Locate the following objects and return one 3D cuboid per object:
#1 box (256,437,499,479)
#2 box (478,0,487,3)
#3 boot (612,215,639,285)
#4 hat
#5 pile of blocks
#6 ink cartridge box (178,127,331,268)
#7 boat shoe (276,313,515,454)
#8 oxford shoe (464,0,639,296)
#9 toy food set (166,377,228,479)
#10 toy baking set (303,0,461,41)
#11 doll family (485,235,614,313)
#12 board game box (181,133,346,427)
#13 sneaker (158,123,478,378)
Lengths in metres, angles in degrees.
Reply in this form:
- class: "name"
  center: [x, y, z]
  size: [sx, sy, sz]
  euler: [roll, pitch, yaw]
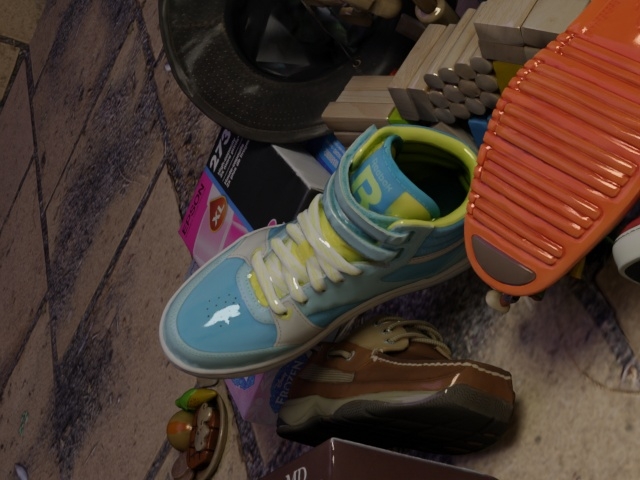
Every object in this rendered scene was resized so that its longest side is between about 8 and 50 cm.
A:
- class: "box"
  center: [0.034, 0.293, 1.045]
  size: [0.168, 0.167, 0.203]
  euler: [-39, 42, 49]
- class: "box"
  center: [0.193, -0.325, 1.222]
  size: [0.183, 0.059, 0.232]
  euler: [-60, 29, 28]
- class: "boot"
  center: [0.294, -0.071, 0.845]
  size: [0.244, 0.088, 0.176]
  euler: [-28, 50, 46]
- class: "hat"
  center: [-0.009, -0.255, 1.434]
  size: [0.134, 0.331, 0.331]
  euler: [36, -112, -78]
- class: "pile of blocks"
  center: [0.146, -0.142, 1.147]
  size: [0.112, 0.149, 0.362]
  euler: [-57, 16, -26]
- class: "ink cartridge box"
  center: [-0.079, -0.039, 1.444]
  size: [0.176, 0.069, 0.371]
  euler: [-66, 25, 14]
- class: "boat shoe"
  center: [0.057, 0.123, 1.161]
  size: [0.324, 0.122, 0.120]
  euler: [-18, 54, 60]
- class: "oxford shoe"
  center: [0.234, -0.114, 0.931]
  size: [0.130, 0.133, 0.363]
  euler: [38, 102, 29]
- class: "toy food set"
  center: [-0.157, 0.245, 1.605]
  size: [0.132, 0.038, 0.192]
  euler: [-23, 55, 58]
- class: "toy baking set"
  center: [0.041, -0.228, 1.233]
  size: [0.197, 0.256, 0.030]
  euler: [17, 85, 24]
- class: "doll family"
  center: [0.193, -0.029, 1.034]
  size: [0.111, 0.076, 0.193]
  euler: [135, 146, -52]
- class: "board game box"
  center: [-0.043, 0.000, 1.493]
  size: [0.318, 0.066, 0.318]
  euler: [-65, 27, 16]
- class: "sneaker"
  center: [0.000, 0.000, 1.084]
  size: [0.127, 0.319, 0.208]
  euler: [60, 172, 18]
